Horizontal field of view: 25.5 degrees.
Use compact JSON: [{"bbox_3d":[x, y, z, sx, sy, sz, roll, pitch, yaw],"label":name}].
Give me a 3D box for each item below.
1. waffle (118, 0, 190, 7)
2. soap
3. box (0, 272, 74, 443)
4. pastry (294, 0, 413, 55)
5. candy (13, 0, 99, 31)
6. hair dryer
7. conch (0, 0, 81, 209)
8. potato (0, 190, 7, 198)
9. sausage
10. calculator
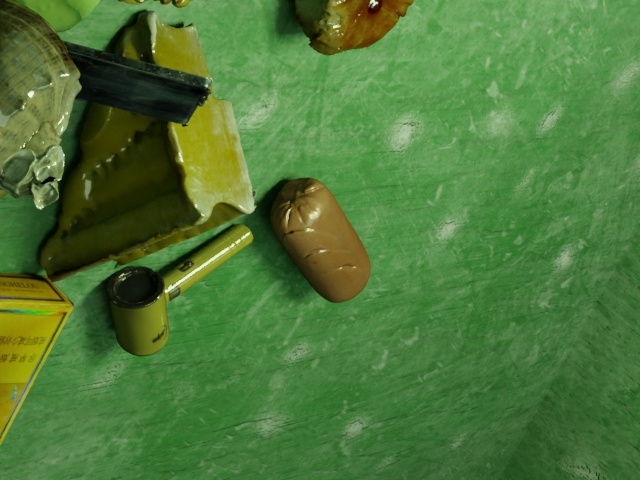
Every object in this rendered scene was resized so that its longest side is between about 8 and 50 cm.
[{"bbox_3d":[-0.182,-0.440,1.780,0.302,0.068,0.325,-34,135,-40],"label":"waffle"},{"bbox_3d":[-0.291,-0.129,2.049,0.338,0.305,0.169,-20,172,36],"label":"soap"},{"bbox_3d":[-0.516,0.190,2.081,0.192,0.084,0.301,7,119,-51],"label":"box"},{"bbox_3d":[0.051,-0.383,2.119,0.229,0.100,0.218,-50,147,2],"label":"pastry"},{"bbox_3d":[-0.377,-0.367,1.615,0.132,0.142,0.343,-36,146,1],"label":"candy"},{"bbox_3d":[-0.221,0.067,2.302,0.278,0.090,0.135,-36,145,-28],"label":"hair dryer"},{"bbox_3d":[-0.365,-0.175,1.583,0.210,0.159,0.291,-34,102,-23],"label":"conch"},{"bbox_3d":[-0.442,-0.150,1.740,0.165,0.165,0.262,-28,142,-28],"label":"potato"},{"bbox_3d":[0.000,-0.001,2.438,0.121,0.121,0.304,-43,148,-7],"label":"sausage"},{"bbox_3d":[-0.278,-0.206,1.805,0.161,0.261,0.021,144,-42,-68],"label":"calculator"}]
